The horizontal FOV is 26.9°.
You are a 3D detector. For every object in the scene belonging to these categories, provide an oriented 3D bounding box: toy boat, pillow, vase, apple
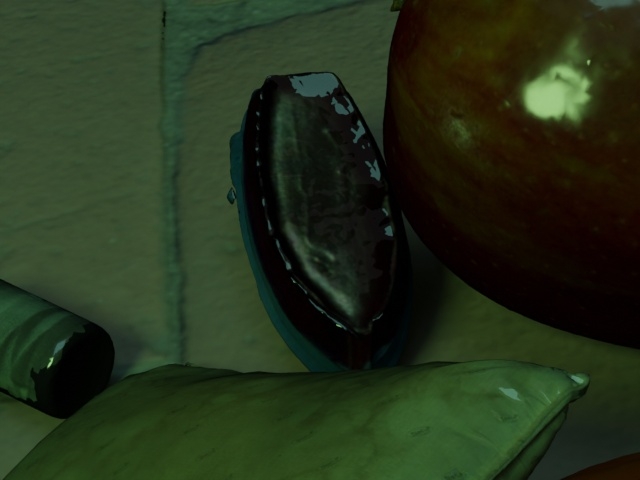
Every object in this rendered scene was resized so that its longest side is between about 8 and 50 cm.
[{"bbox_3d":[0.000,0.000,0.800,0.100,0.097,0.223,-9,56,-7],"label":"toy boat"},{"bbox_3d":[-0.042,0.112,0.625,0.302,0.074,0.185,-6,27,46],"label":"pillow"},{"bbox_3d":[-0.219,0.043,0.804,0.211,0.059,0.060,21,47,30],"label":"vase"},{"bbox_3d":[0.193,-0.080,0.731,0.317,0.288,0.288,28,50,17],"label":"apple"}]

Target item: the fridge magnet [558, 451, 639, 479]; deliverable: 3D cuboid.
[{"bbox_3d":[0.179,0.219,0.467,0.364,0.155,0.363,-4,40,4],"label":"fridge magnet"}]
